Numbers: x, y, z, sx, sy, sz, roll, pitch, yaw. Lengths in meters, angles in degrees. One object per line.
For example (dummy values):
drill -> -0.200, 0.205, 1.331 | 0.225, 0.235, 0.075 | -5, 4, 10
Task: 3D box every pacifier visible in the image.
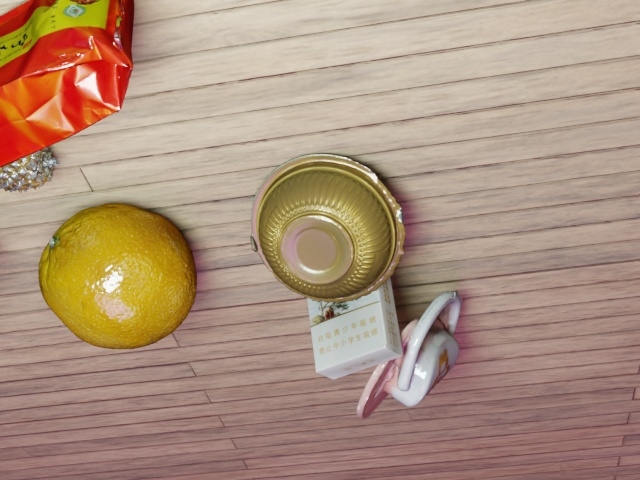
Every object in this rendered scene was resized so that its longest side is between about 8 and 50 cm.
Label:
pacifier -> 0.148, 0.206, 1.620 | 0.273, 0.332, 0.221 | -3, 105, 33

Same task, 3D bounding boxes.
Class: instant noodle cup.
instant noodle cup -> 0.000, 0.000, 1.387 | 0.273, 0.091, 0.274 | 5, 114, 12

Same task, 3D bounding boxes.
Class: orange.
orange -> -0.347, 0.060, 1.438 | 0.264, 0.264, 0.264 | -1, 140, -1

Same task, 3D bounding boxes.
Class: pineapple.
pineapple -> -0.516, -0.108, 1.346 | 0.221, 0.083, 0.103 | -8, 139, 11

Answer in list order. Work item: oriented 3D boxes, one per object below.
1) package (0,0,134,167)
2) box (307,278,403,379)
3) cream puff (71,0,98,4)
package -> -0.402, -0.217, 1.131 | 0.423, 0.196, 0.123 | -21, 141, 21
box -> 0.053, 0.113, 1.505 | 0.149, 0.233, 0.067 | -22, 148, 24
cream puff -> -0.278, -0.356, 1.005 | 0.149, 0.149, 0.084 | -20, 147, 21
